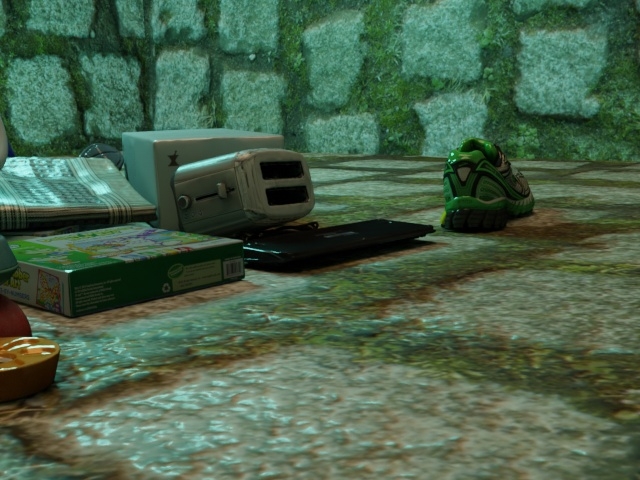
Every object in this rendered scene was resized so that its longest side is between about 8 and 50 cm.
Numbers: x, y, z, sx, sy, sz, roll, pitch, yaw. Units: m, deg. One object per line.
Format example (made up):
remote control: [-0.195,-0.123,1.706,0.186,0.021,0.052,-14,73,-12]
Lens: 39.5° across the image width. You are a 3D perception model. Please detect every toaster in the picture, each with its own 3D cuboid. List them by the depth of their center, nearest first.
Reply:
toaster: [-0.110,-0.072,1.383,0.147,0.129,0.227,-12,-3,33]

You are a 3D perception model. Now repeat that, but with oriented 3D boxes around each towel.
towel: [-0.469,-0.096,1.529,0.312,0.056,0.324,-4,22,-28]

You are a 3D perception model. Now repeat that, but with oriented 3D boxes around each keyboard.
keyboard: [0.000,0.000,1.300,0.317,0.033,0.202,-9,13,-43]

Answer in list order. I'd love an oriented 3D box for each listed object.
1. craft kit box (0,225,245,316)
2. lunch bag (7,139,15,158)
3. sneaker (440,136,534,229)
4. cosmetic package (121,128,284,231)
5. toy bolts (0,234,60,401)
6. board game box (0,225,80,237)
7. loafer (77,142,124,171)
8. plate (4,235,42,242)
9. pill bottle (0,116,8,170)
craft kit box: [-0.266,0.029,1.098,0.247,0.060,0.250,3,10,43]
lunch bag: [-0.858,-0.156,1.745,0.328,0.238,0.385,9,37,43]
sneaker: [0.300,-0.110,1.563,0.134,0.146,0.343,2,9,19]
cosmetic package: [-0.238,-0.128,1.713,0.230,0.161,0.453,-5,9,-18]
toy bolts: [-0.313,0.032,0.754,0.219,0.158,0.228,0,9,7]
board game box: [-0.484,-0.009,1.443,0.154,0.026,0.103,1,10,13]
loafer: [-0.479,-0.091,1.741,0.109,0.095,0.302,30,32,0]
plate: [-0.483,0.019,1.284,0.188,0.024,0.188,-2,10,0]
pill bottle: [-0.687,-0.124,1.357,0.363,0.210,0.210,-24,6,9]
